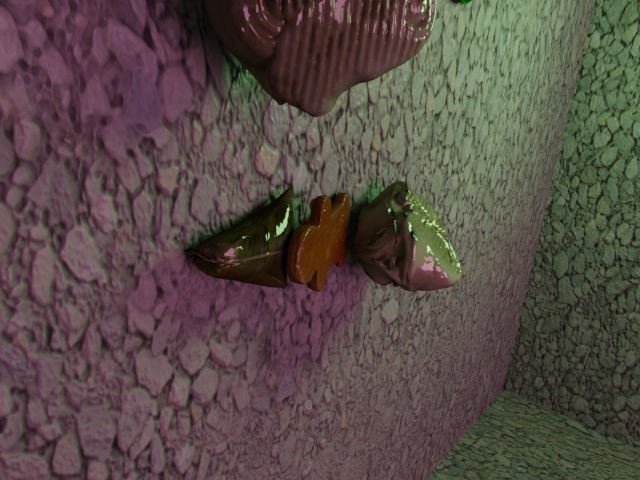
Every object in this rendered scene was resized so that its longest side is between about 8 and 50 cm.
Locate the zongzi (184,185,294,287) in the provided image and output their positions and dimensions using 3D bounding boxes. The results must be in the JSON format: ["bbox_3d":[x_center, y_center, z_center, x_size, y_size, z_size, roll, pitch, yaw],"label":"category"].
[{"bbox_3d":[-0.126,-0.025,0.845,0.205,0.094,0.205,18,87,-54],"label":"zongzi"}]

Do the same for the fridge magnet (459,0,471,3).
[{"bbox_3d":[0.420,-0.727,1.221,0.208,0.088,0.208,-45,155,-28],"label":"fridge magnet"}]

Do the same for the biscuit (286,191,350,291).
[{"bbox_3d":[-0.003,0.000,0.992,0.324,0.049,0.206,-44,140,-64],"label":"biscuit"}]

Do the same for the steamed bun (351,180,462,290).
[{"bbox_3d":[0.200,0.021,1.183,0.280,0.207,0.268,32,39,-35],"label":"steamed bun"}]

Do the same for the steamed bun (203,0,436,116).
[{"bbox_3d":[-0.015,-0.381,0.698,0.324,0.219,0.310,-38,135,-1],"label":"steamed bun"}]
